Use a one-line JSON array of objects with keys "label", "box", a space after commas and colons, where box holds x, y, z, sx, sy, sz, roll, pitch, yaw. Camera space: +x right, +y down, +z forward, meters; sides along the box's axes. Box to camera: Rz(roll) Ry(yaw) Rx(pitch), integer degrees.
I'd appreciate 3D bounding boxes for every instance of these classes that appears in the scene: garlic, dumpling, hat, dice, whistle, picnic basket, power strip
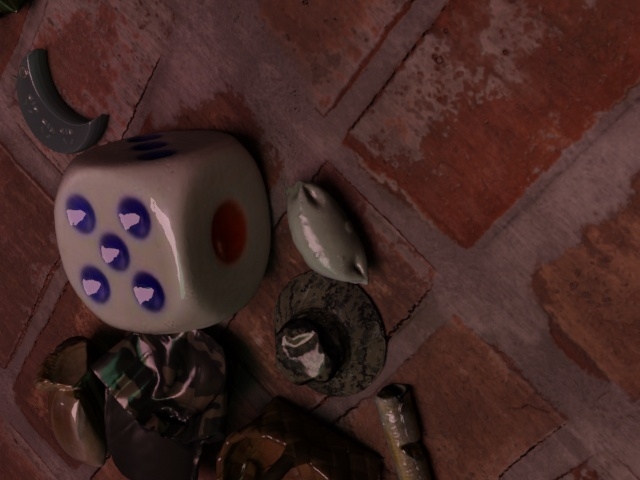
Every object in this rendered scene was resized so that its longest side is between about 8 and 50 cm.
[{"label": "garlic", "box": [-0.542, 0.351, 1.742, 0.132, 0.279, 0.325, -5, 132, -5]}, {"label": "dumpling", "box": [0.009, -0.007, 1.344, 0.104, 0.149, 0.217, -36, 87, 3]}, {"label": "hat", "box": [-0.013, 0.193, 1.411, 0.265, 0.128, 0.266, 10, 112, 26]}, {"label": "dice", "box": [-0.281, -0.024, 1.408, 0.304, 0.277, 0.304, 4, 113, 31]}, {"label": "hat", "box": [-0.296, 0.379, 1.635, 0.366, 0.257, 0.382, 27, 142, 32]}, {"label": "whistle", "box": [0.168, 0.420, 1.424, 0.068, 0.057, 0.327, -5, 106, 38]}, {"label": "picnic basket", "box": [-0.081, 0.508, 1.460, 0.337, 0.337, 0.293, 25, 120, 23]}, {"label": "power strip", "box": [-0.559, -0.281, 1.623, 0.253, 0.054, 0.168, 44, 125, 10]}]

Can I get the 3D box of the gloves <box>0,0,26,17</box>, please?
[{"label": "gloves", "box": [-0.628, -0.522, 1.541, 0.268, 0.107, 0.135, -18, 103, 54]}]
